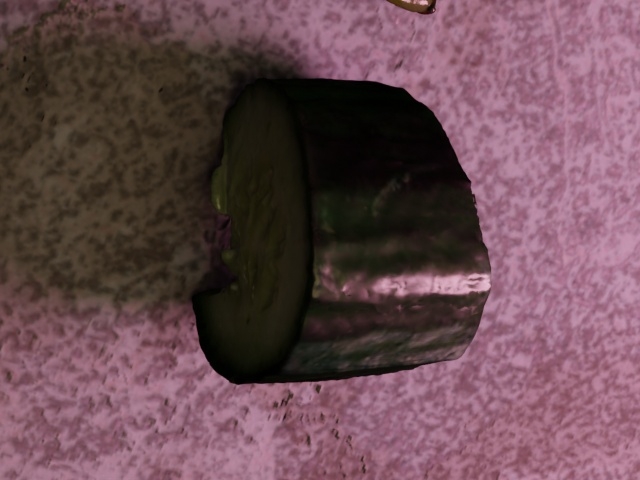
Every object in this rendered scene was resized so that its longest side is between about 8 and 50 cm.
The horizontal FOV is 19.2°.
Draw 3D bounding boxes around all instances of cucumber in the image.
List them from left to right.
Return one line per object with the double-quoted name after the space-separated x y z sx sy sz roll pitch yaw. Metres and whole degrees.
0.005 -0.002 1.150 0.130 0.191 0.191 -4 110 -33 "cucumber"

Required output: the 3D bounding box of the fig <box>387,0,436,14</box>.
0.015 -0.219 1.123 0.149 0.149 0.245 -31 138 -12 "fig"
